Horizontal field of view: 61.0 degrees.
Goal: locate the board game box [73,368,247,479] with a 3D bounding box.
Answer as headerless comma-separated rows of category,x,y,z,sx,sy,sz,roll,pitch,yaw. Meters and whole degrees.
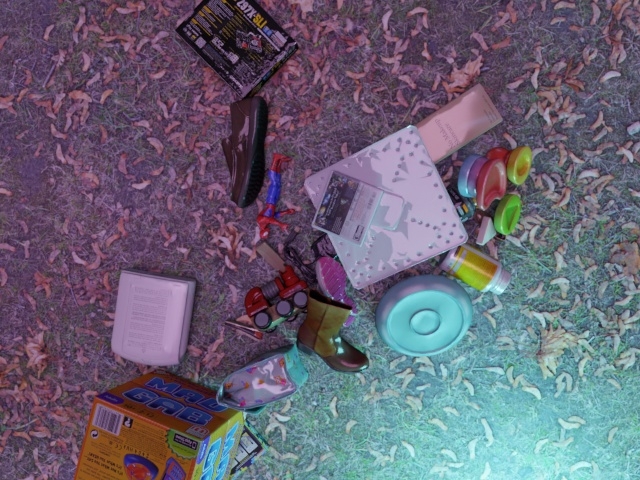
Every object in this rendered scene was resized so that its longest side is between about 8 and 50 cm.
board game box,-0.486,0.661,1.687,0.356,0.356,0.356,17,94,13

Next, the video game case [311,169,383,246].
video game case,0.082,-0.100,1.690,0.173,0.022,0.190,23,103,9

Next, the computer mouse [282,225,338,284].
computer mouse,0.000,0.000,1.812,0.184,0.060,0.262,41,100,5

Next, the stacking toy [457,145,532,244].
stacking toy,0.518,-0.151,1.692,0.130,0.309,0.280,20,118,40

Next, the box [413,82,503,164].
box,0.400,-0.346,1.736,0.311,0.121,0.148,-34,90,4

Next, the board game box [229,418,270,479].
board game box,-0.283,0.711,1.862,0.170,0.048,0.141,-41,88,5

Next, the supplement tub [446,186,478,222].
supplement tub,0.410,-0.094,1.751,0.190,0.117,0.117,-34,90,4

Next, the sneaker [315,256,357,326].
sneaker,0.025,0.165,1.760,0.111,0.103,0.252,5,121,42

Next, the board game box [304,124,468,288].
board game box,0.200,-0.098,1.699,0.389,0.050,0.390,-25,91,15

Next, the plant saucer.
plant saucer,0.334,0.255,1.744,0.317,0.044,0.318,0,117,-1

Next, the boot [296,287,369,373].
boot,0.062,0.287,1.731,0.264,0.096,0.280,28,134,11

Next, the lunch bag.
lunch bag,-0.192,0.457,1.756,0.262,0.223,0.160,-25,84,4

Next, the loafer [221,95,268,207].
loafer,-0.256,-0.290,1.785,0.130,0.134,0.366,7,89,14

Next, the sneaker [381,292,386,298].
sneaker,0.311,0.172,1.784,0.228,0.087,0.092,-27,92,3

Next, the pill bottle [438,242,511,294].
pill bottle,0.498,0.088,1.754,0.215,0.117,0.117,28,94,2

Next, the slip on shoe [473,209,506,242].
slip on shoe,0.557,-0.048,1.782,0.051,0.041,0.135,-39,90,4

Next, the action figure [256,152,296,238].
action figure,-0.125,-0.132,1.788,0.139,0.091,0.281,18,94,14

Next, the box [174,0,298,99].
box,-0.273,-0.658,1.782,0.322,0.079,0.257,44,92,0

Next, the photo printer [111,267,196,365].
photo printer,-0.561,0.264,1.826,0.255,0.107,0.308,8,94,3

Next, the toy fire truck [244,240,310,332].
toy fire truck,-0.163,0.150,1.795,0.217,0.158,0.246,-28,71,-1

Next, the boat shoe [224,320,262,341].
boat shoe,-0.262,0.305,1.843,0.137,0.049,0.043,17,96,-3
